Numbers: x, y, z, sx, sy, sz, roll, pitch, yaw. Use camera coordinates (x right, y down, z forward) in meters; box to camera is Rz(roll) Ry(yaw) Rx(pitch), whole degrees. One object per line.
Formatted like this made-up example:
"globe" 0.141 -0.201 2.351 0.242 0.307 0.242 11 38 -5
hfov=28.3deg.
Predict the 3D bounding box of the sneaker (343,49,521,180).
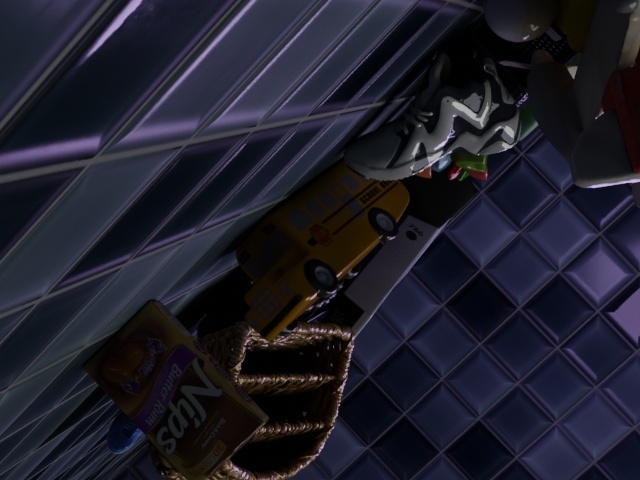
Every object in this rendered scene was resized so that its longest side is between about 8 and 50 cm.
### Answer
"sneaker" 0.130 -0.171 1.626 0.234 0.153 0.094 -8 -141 16

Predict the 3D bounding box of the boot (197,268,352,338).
"boot" -0.027 0.055 2.013 0.348 0.131 0.260 -41 175 -34

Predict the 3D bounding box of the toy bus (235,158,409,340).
"toy bus" 0.000 0.000 1.686 0.108 0.130 0.332 -45 176 37

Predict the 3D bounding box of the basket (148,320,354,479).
"basket" -0.087 0.248 1.860 0.223 0.214 0.299 -23 162 28

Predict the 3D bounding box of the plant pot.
"plant pot" 0.169 -0.086 2.294 0.188 0.167 0.187 -42 175 -19

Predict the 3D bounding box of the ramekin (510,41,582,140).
"ramekin" 0.420 -0.338 2.312 0.303 0.148 0.303 -44 176 -4

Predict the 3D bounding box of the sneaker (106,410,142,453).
"sneaker" -0.330 0.319 2.250 0.152 0.058 0.084 -48 -178 1

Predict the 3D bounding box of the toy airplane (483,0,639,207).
"toy airplane" 0.316 -0.230 1.450 0.384 0.272 0.386 -67 167 -67

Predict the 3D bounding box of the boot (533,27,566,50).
"boot" 0.368 -0.368 1.774 0.123 0.095 0.258 -41 171 -21

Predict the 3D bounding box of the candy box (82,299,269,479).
"candy box" -0.160 0.170 1.415 0.109 0.187 0.053 -44 177 2

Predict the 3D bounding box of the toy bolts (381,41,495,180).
"toy bolts" 0.174 -0.185 1.890 0.228 0.158 0.218 55 41 -77

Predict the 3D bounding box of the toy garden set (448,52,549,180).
"toy garden set" 0.275 -0.211 2.140 0.204 0.049 0.244 -31 154 -59

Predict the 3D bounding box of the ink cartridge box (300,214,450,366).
"ink cartridge box" 0.094 0.070 2.108 0.332 0.065 0.165 -45 172 -51

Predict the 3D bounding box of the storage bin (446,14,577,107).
"storage bin" 0.257 -0.248 1.733 0.180 0.122 0.084 -40 175 -45
